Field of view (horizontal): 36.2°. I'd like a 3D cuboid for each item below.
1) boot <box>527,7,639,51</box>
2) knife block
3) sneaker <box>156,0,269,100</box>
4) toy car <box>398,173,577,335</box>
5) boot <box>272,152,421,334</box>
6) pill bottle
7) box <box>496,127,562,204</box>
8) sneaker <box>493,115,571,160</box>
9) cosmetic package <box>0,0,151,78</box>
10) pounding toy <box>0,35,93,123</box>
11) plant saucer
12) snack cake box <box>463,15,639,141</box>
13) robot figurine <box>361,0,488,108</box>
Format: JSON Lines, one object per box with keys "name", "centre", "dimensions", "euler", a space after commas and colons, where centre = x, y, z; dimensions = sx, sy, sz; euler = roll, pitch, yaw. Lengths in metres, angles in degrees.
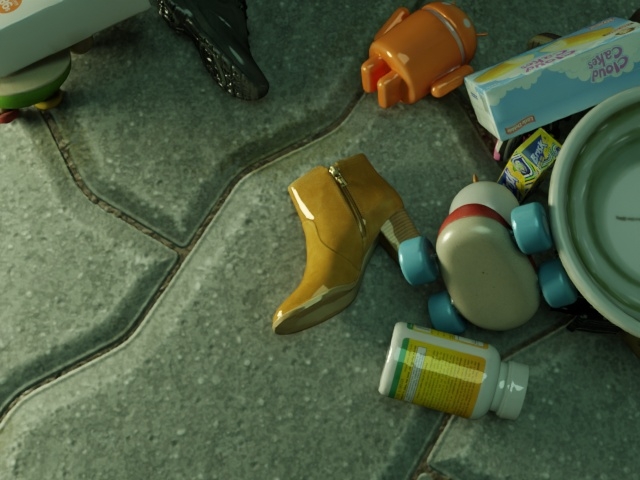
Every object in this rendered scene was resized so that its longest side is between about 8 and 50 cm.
{"name": "boot", "centre": [0.500, -0.329, 1.684], "dimensions": [0.248, 0.090, 0.207], "euler": [32, 62, 11]}
{"name": "knife block", "centre": [0.503, 0.065, 1.535], "dimensions": [0.276, 0.088, 0.242], "euler": [-32, 76, -10]}
{"name": "sneaker", "centre": [-0.165, -0.364, 1.666], "dimensions": [0.130, 0.109, 0.286], "euler": [-34, 77, -17]}
{"name": "toy car", "centre": [0.265, -0.002, 1.527], "dimensions": [0.219, 0.210, 0.238], "euler": [-18, 31, 24]}
{"name": "boot", "centre": [0.001, -0.001, 1.556], "dimensions": [0.295, 0.104, 0.211], "euler": [-32, 69, -16]}
{"name": "pill bottle", "centre": [0.200, 0.202, 1.473], "dimensions": [0.208, 0.117, 0.117], "euler": [14, 72, 4]}
{"name": "box", "centre": [0.328, -0.112, 1.549], "dimensions": [0.059, 0.169, 0.054], "euler": [-42, 78, -13]}
{"name": "sneaker", "centre": [0.359, -0.185, 1.630], "dimensions": [0.075, 0.063, 0.170], "euler": [40, 71, 18]}
{"name": "cosmetic package", "centre": [-0.489, -0.460, 1.636], "dimensions": [0.284, 0.097, 0.377], "euler": [-30, 54, -8]}
{"name": "pounding toy", "centre": [-0.492, -0.271, 1.645], "dimensions": [0.183, 0.110, 0.237], "euler": [9, 45, 9]}
{"name": "plant saucer", "centre": [0.522, -0.032, 1.456], "dimensions": [0.400, 0.100, 0.400], "euler": [2, 77, -6]}
{"name": "snack cake box", "centre": [0.373, -0.255, 1.527], "dimensions": [0.264, 0.152, 0.089], "euler": [-22, 107, 2]}
{"name": "robot figurine", "centre": [0.169, -0.316, 1.638], "dimensions": [0.219, 0.158, 0.128], "euler": [-36, 117, -11]}
